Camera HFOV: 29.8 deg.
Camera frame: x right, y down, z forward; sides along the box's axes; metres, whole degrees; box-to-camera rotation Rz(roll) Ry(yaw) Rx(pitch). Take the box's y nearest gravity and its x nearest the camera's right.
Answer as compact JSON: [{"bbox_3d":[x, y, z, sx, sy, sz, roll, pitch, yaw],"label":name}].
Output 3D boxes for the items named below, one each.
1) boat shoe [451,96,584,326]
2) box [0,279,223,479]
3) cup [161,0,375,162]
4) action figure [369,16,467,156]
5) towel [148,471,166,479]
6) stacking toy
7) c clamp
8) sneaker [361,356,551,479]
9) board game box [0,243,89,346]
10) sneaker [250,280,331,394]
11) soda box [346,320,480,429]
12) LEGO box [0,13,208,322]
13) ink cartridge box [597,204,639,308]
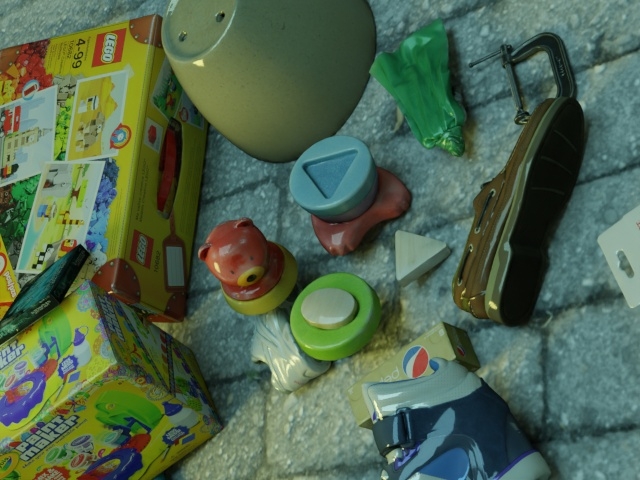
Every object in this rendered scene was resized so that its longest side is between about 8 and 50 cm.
[{"bbox_3d":[0.246,-0.047,1.560,0.104,0.111,0.307,17,85,46],"label":"boat shoe"},{"bbox_3d":[-0.362,0.258,1.857,0.290,0.279,0.177,-37,49,10],"label":"box"},{"bbox_3d":[-0.113,-0.316,1.924,0.331,0.237,0.331,-15,66,36],"label":"cup"},{"bbox_3d":[0.161,-0.205,1.747,0.137,0.063,0.232,-39,46,24],"label":"action figure"},{"bbox_3d":[-0.368,0.391,2.029,0.271,0.040,0.370,-42,46,22],"label":"towel"},{"bbox_3d":[0.000,0.000,1.699,0.309,0.130,0.279,-44,49,-6],"label":"stacking toy"},{"bbox_3d":[0.285,-0.220,1.666,0.137,0.022,0.160,-32,51,25],"label":"c clamp"},{"bbox_3d":[0.098,0.295,1.489,0.323,0.130,0.236,-41,65,2],"label":"sneaker"},{"bbox_3d":[-0.430,0.082,1.852,0.126,0.026,0.186,-34,17,16],"label":"board game box"},{"bbox_3d":[-0.074,0.131,1.817,0.115,0.090,0.232,-45,46,26],"label":"sneaker"},{"bbox_3d":[0.122,0.186,1.620,0.181,0.058,0.061,-38,50,26],"label":"soda box"},{"bbox_3d":[-0.411,-0.105,2.119,0.372,0.193,0.500,-6,68,29],"label":"LEGO box"},{"bbox_3d":[0.433,-0.006,1.393,0.198,0.067,0.115,-36,50,26],"label":"ink cartridge box"}]
